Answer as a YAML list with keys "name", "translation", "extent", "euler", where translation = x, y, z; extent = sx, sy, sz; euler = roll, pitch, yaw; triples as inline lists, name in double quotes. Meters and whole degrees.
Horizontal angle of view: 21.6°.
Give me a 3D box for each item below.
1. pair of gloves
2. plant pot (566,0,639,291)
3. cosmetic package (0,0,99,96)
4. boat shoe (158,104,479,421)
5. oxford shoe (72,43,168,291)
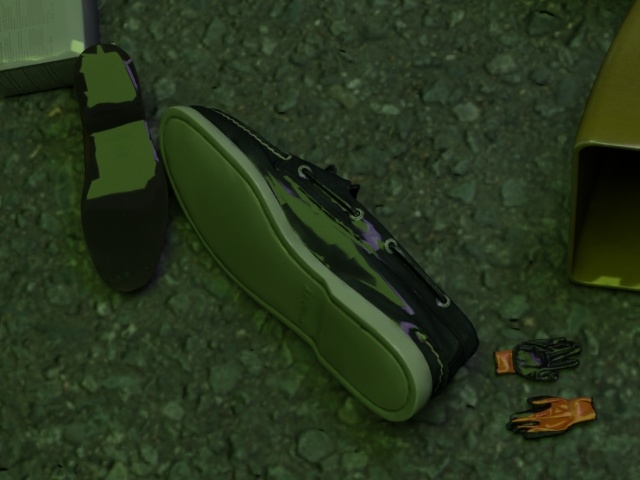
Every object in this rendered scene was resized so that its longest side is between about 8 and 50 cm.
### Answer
- name: "pair of gloves"
  translation: [0.183, 0.120, 1.376]
  extent: [0.074, 0.010, 0.083]
  euler: [-12, 68, 6]
- name: "plant pot"
  translation: [0.314, -0.084, 1.333]
  extent: [0.212, 0.212, 0.187]
  euler: [6, 60, 10]
- name: "cosmetic package"
  translation: [-0.261, -0.256, 1.539]
  extent: [0.099, 0.060, 0.239]
  euler: [-8, 71, 6]
- name: "boat shoe"
  translation: [0.001, -0.002, 1.394]
  extent: [0.113, 0.127, 0.340]
  euler: [-28, 59, -33]
- name: "oxford shoe"
  translation: [-0.173, -0.061, 1.462]
  extent: [0.076, 0.076, 0.212]
  euler: [-5, 87, -6]
